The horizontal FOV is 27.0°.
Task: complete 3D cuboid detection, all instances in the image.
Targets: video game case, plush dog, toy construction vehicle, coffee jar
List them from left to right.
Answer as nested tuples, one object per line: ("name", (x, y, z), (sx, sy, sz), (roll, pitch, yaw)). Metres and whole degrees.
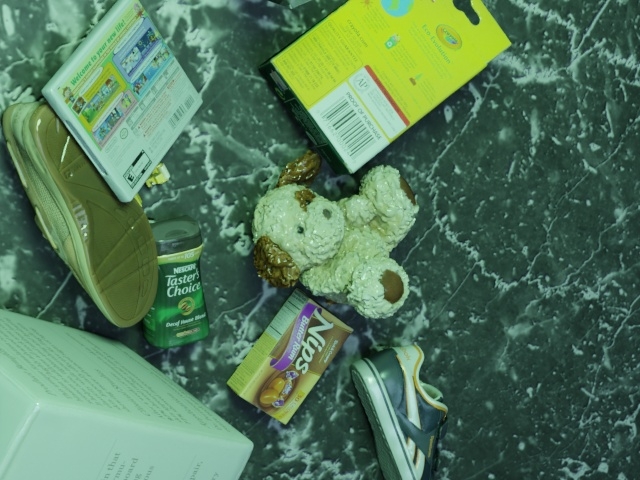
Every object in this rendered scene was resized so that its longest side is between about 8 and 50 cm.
("video game case", (-0.258, -0.191, 1.776), (0.193, 0.023, 0.212), (58, 46, -32))
("toy construction vehicle", (-0.258, -0.088, 1.866), (0.098, 0.035, 0.085), (-31, 121, -17))
("coffee jar", (-0.214, 0.058, 1.921), (0.096, 0.079, 0.184), (-14, 114, -26))
("plush dog", (0.000, 0.000, 1.980), (0.225, 0.211, 0.262), (30, 50, -23))

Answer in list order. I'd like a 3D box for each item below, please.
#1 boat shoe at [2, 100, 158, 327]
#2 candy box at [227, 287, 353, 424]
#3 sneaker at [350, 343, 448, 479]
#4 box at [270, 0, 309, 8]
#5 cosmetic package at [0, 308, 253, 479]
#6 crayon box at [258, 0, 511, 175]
("boat shoe", (-0.323, -0.038, 1.806), (0.122, 0.110, 0.341), (-39, 121, -38))
("candy box", (-0.046, 0.181, 2.082), (0.109, 0.053, 0.186), (38, 88, -34))
("sneaker", (0.154, 0.319, 2.206), (0.128, 0.126, 0.321), (-24, 117, -15))
("box", (-0.108, -0.464, 1.689), (0.077, 0.242, 0.307), (-29, 120, -18))
("cosmetic package", (-0.375, 0.300, 1.718), (0.394, 0.329, 0.327), (23, 96, -50))
("crayon box", (0.097, -0.266, 1.939), (0.318, 0.081, 0.202), (-38, 99, -13))
